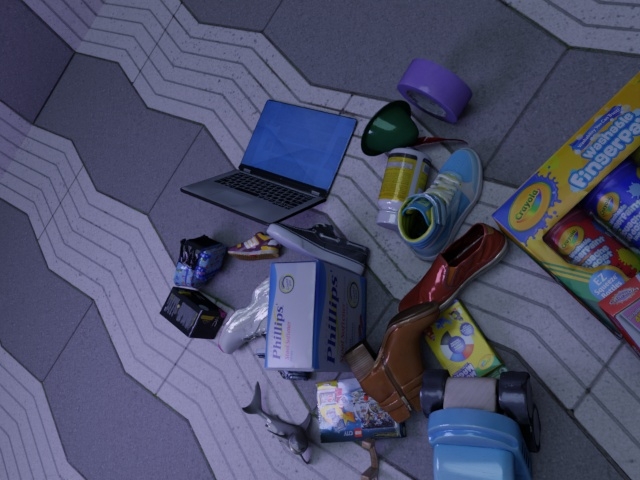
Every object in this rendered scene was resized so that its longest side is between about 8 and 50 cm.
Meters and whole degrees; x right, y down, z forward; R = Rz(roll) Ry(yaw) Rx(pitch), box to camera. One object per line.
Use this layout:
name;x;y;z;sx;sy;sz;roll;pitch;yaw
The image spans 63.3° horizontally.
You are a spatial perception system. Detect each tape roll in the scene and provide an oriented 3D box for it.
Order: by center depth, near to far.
tape roll;0.306;-0.401;1.398;0.189;0.189;0.080;34;96;31

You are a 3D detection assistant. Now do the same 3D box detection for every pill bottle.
pill bottle;0.223;-0.135;1.418;0.119;0.119;0.209;11;82;31

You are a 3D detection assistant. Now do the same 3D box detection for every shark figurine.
shark figurine;-0.090;0.514;1.461;0.116;0.166;0.278;-48;38;-18

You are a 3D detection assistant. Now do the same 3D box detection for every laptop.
laptop;-0.161;-0.261;1.606;0.381;0.407;0.237;21;122;32

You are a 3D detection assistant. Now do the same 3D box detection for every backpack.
backpack;-0.398;0.082;1.695;0.116;0.158;0.174;25;103;14

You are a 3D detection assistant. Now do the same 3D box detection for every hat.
hat;0.242;-0.266;1.409;0.208;0.173;0.183;-48;60;10

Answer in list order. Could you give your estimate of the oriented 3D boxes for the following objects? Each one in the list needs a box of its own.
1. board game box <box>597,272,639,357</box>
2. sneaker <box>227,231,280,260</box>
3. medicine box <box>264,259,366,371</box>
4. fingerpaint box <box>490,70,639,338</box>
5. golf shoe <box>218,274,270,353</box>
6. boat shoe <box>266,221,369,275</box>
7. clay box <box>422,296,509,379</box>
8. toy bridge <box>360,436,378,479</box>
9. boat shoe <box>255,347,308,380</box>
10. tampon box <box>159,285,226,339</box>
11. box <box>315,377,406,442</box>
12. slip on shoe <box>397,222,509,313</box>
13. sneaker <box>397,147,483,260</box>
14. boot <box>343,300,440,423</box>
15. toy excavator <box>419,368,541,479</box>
board game box;0.724;0.169;0.979;0.242;0.064;0.317;-39;100;10
sneaker;-0.209;0.016;1.659;0.185;0.069;0.084;-1;68;23
medicine box;-0.004;0.207;1.358;0.149;0.289;0.264;-5;75;28
fingerpaint box;0.672;-0.074;1.124;0.445;0.163;0.371;-45;61;12
golf shoe;-0.187;0.245;1.558;0.306;0.115;0.140;-50;63;11
boat shoe;0.000;0.000;1.437;0.102;0.301;0.108;-69;15;-10
clay box;0.351;0.268;1.282;0.127;0.053;0.222;-39;61;16
toy bridge;0.126;0.594;1.318;0.026;0.063;0.188;2;93;29
boat shoe;-0.114;0.360;1.512;0.183;0.065;0.083;-1;76;28
tampon box;-0.411;0.235;1.678;0.161;0.120;0.102;29;94;31
box;0.103;0.447;1.381;0.232;0.044;0.159;-14;72;26
slip on shoe;0.315;0.078;1.301;0.331;0.101;0.123;-42;28;13
sneaker;0.304;-0.111;1.314;0.127;0.208;0.319;21;88;33
boot;0.220;0.297;1.254;0.283;0.109;0.220;-38;87;12
toy excavator;0.343;0.553;1.096;0.222;0.433;0.446;-5;47;28
